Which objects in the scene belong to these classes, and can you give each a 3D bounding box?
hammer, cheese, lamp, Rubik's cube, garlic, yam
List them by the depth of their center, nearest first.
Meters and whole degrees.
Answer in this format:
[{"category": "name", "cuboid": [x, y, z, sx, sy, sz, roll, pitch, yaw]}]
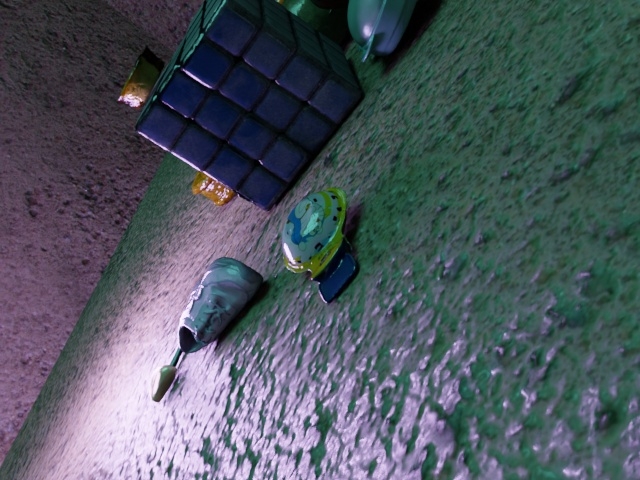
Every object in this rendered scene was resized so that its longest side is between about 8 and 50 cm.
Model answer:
[{"category": "cheese", "cuboid": [0.000, 0.000, 1.139, 0.156, 0.064, 0.250, -52, 32, 15]}, {"category": "lamp", "cuboid": [0.144, -0.492, 1.442, 0.284, 0.147, 0.209, -49, 18, 18]}, {"category": "garlic", "cuboid": [-0.317, 0.283, 1.478, 0.053, 0.041, 0.083, 25, 89, 57]}, {"category": "hammer", "cuboid": [-0.261, 0.163, 1.552, 0.103, 0.029, 0.246, -22, 40, 59]}, {"category": "Rubik's cube", "cuboid": [-0.154, -0.330, 1.604, 0.337, 0.344, 0.344, -50, 23, 20]}, {"category": "yam", "cuboid": [0.001, -0.579, 1.864, 0.300, 0.195, 0.195, -56, 19, -1]}]

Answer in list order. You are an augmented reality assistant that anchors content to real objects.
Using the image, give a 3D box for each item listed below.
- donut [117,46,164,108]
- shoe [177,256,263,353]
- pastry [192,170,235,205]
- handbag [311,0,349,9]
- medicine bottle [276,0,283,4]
[{"category": "donut", "cuboid": [-0.383, -0.345, 1.579, 0.140, 0.059, 0.140, -51, 20, 27]}, {"category": "shoe", "cuboid": [-0.195, 0.124, 1.369, 0.245, 0.095, 0.138, -36, 31, 52]}, {"category": "pastry", "cuboid": [-0.258, -0.184, 1.970, 0.189, 0.103, 0.189, -48, 21, 25]}, {"category": "handbag", "cuboid": [0.090, -0.624, 1.648, 0.254, 0.181, 0.181, -16, -4, -25]}, {"category": "medicine bottle", "cuboid": [-0.066, -0.626, 2.015, 0.112, 0.222, 0.149, 34, 91, 36]}]
